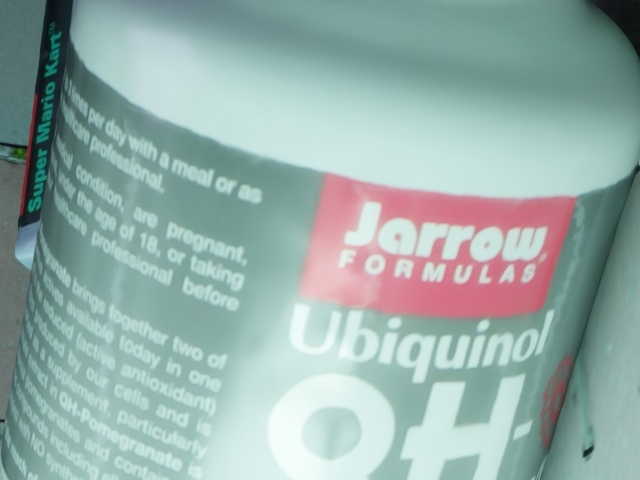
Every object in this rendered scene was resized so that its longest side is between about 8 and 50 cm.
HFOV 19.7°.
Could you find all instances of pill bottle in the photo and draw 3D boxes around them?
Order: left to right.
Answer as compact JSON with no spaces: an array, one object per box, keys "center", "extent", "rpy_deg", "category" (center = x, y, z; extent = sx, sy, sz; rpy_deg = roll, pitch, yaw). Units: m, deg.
[{"center":[0.000,0.000,0.575],"extent":[0.176,0.176,0.318],"rpy_deg":[-109,29,-65],"category":"pill bottle"}]

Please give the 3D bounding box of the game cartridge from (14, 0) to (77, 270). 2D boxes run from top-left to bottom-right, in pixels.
[{"center":[-0.049,-0.059,0.842],"extent":[0.230,0.068,0.355],"rpy_deg":[42,-136,-53],"category":"game cartridge"}]
